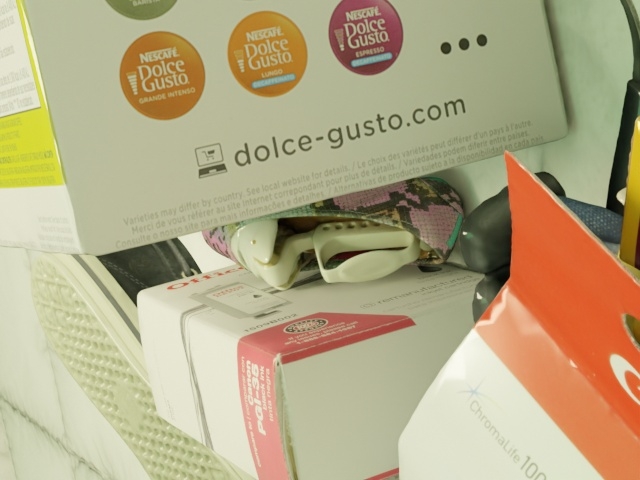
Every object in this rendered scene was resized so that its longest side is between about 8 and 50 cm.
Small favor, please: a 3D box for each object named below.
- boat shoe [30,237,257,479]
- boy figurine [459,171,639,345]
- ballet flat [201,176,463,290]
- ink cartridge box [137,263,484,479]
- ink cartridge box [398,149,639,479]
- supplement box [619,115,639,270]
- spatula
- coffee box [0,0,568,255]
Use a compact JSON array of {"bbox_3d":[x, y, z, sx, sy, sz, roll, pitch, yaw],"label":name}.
[{"bbox_3d":[-0.082,0.177,1.306,0.500,0.156,0.187,51,142,22],"label":"boat shoe"},{"bbox_3d":[0.205,0.059,0.777,0.285,0.092,0.177,32,142,48],"label":"boy figurine"},{"bbox_3d":[0.000,0.000,1.072,0.077,0.221,0.079,63,-150,-42],"label":"ballet flat"},{"bbox_3d":[0.001,0.089,1.097,0.283,0.207,0.117,16,118,62],"label":"ink cartridge box"},{"bbox_3d":[0.158,0.179,0.755,0.308,0.091,0.385,51,164,31],"label":"ink cartridge box"},{"bbox_3d":[0.242,-0.003,0.631,0.188,0.104,0.081,32,133,43],"label":"supplement box"},{"bbox_3d":[0.179,-0.112,0.817,0.084,0.030,0.296,-111,13,-63],"label":"spatula"},{"bbox_3d":[-0.088,-0.190,0.973,0.338,0.337,0.334,3,106,66],"label":"coffee box"}]
